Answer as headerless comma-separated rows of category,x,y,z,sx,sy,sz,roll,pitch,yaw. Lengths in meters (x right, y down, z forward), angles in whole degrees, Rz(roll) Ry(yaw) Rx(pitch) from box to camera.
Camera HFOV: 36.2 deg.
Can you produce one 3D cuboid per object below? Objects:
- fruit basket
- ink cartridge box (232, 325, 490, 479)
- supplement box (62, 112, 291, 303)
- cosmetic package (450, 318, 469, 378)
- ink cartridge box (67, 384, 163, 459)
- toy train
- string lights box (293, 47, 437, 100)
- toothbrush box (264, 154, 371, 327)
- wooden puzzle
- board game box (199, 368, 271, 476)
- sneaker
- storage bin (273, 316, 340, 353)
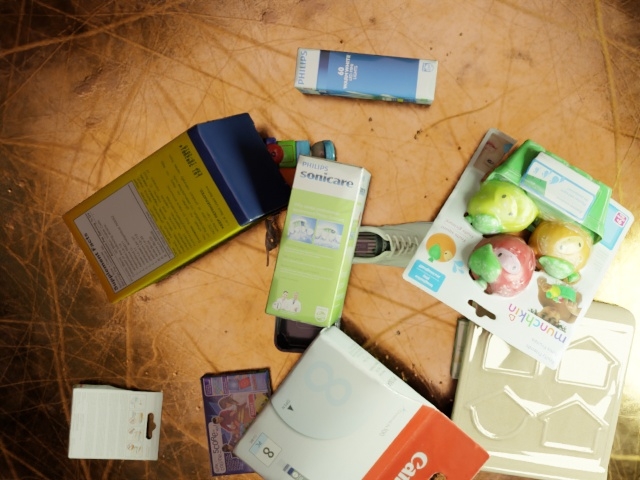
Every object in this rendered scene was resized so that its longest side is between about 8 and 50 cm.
fruit basket,0.373,0.005,1.797,0.327,0.165,0.353,32,68,3
ink cartridge box,0.070,0.395,1.827,0.385,0.091,0.308,39,107,10
supplement box,-0.261,-0.060,1.810,0.357,0.195,0.194,-29,90,27
cosmetic package,0.290,0.214,1.913,0.060,0.041,0.115,6,93,3
ink cartridge box,-0.416,0.368,1.986,0.179,0.045,0.145,4,93,-14
toy train,-0.042,-0.077,1.903,0.144,0.105,0.247,-4,93,-9
string lights box,0.087,-0.311,1.857,0.260,0.133,0.076,6,94,5
toothbrush box,0.000,0.000,1.759,0.122,0.206,0.283,11,91,6
wooden puzzle,0.415,0.274,1.873,0.322,0.080,0.347,10,89,-8
board game box,-0.162,0.364,1.959,0.136,0.035,0.201,-6,92,4
sneaker,0.142,0.014,1.890,0.258,0.091,0.094,-5,92,5
storage bin,-0.022,0.127,1.913,0.122,0.084,0.180,4,94,4
